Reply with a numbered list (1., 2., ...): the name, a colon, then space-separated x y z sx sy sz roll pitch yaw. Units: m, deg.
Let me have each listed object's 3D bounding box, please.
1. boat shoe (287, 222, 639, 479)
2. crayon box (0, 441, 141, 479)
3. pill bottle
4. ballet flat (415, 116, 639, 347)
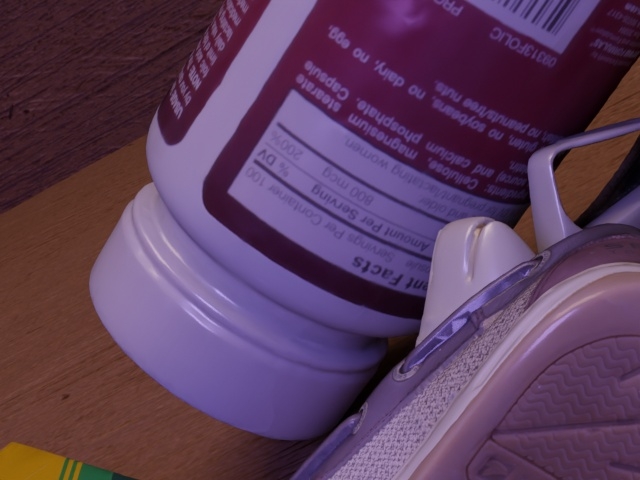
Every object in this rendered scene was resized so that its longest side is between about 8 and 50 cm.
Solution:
1. boat shoe: 0.031 0.110 0.555 0.285 0.103 0.092 -52 10 21
2. crayon box: -0.234 0.262 0.839 0.363 0.106 0.313 -37 16 -23
3. pill bottle: 0.036 -0.084 0.977 0.392 0.224 0.224 -55 6 20
4. ballet flat: 0.136 0.015 0.882 0.342 0.124 0.116 -39 17 -26
